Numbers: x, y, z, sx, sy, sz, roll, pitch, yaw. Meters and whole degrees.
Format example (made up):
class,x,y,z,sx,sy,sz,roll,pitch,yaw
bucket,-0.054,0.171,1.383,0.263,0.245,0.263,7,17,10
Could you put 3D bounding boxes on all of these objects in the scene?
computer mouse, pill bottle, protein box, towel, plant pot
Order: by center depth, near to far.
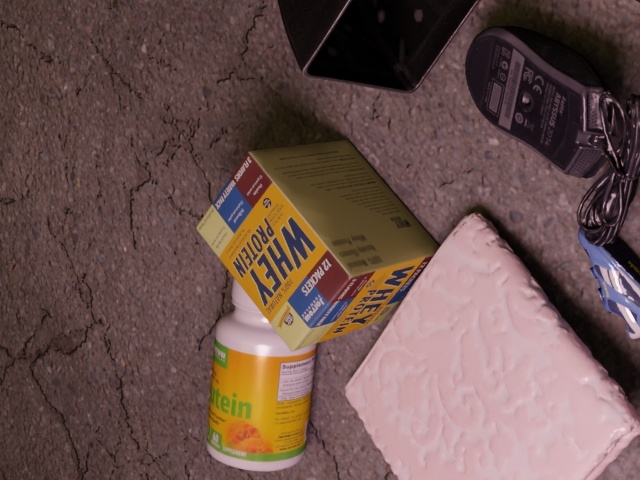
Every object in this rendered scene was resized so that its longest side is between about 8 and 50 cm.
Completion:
class,x,y,z,sx,sy,sz,roll,pitch,yaw
computer mouse,0.263,-0.139,1.282,0.272,0.072,0.189,48,145,35
towel,0.187,0.189,1.378,0.317,0.053,0.332,-59,47,30
plant pot,0.053,-0.303,1.378,0.187,0.188,0.167,-55,53,31
protein box,0.000,0.000,1.447,0.201,0.199,0.136,51,124,20
pill bottle,-0.076,0.168,1.575,0.136,0.136,0.246,16,107,36

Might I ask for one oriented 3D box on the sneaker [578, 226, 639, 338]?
class,x,y,z,sx,sy,sz,roll,pitch,yaw
sneaker,0.323,0.045,1.295,0.059,0.053,0.144,-48,67,35

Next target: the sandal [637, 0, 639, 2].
class,x,y,z,sx,sy,sz,roll,pitch,yaw
sandal,0.408,-0.259,1.176,0.254,0.054,0.097,24,111,33
